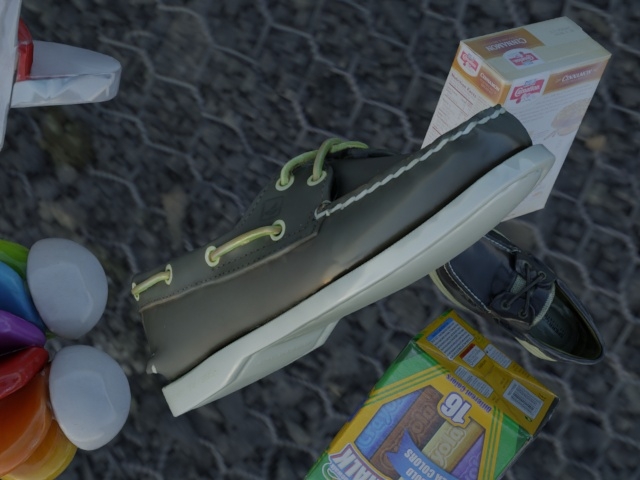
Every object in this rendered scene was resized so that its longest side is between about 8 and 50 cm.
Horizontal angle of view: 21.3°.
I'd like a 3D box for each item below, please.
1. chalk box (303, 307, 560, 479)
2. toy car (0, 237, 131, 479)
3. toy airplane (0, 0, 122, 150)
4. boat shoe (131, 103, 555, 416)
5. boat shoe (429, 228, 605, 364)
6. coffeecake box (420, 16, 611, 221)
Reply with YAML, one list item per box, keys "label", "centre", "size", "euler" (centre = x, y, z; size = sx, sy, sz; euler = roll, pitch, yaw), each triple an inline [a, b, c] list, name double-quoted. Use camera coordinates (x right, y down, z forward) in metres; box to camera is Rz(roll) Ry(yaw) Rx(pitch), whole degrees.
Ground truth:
- label: "chalk box"
  centre: [0.084, 0.188, 1.475]
  size: [0.132, 0.132, 0.213]
  euler: [40, 109, 7]
- label: "toy car"
  centre: [-0.233, 0.083, 1.194]
  size: [0.159, 0.136, 0.182]
  euler: [-18, 76, 21]
- label: "toy airplane"
  centre: [-0.294, -0.215, 1.228]
  size: [0.384, 0.386, 0.272]
  euler: [5, 102, 14]
- label: "boat shoe"
  centre: [-0.003, 0.001, 0.916]
  size: [0.109, 0.305, 0.091]
  euler: [-19, 79, -46]
- label: "boat shoe"
  centre: [0.184, 0.048, 1.541]
  size: [0.223, 0.073, 0.080]
  euler: [38, 76, -37]
- label: "coffeecake box"
  centre: [0.171, -0.104, 1.578]
  size: [0.142, 0.068, 0.185]
  euler: [-17, 140, -38]
